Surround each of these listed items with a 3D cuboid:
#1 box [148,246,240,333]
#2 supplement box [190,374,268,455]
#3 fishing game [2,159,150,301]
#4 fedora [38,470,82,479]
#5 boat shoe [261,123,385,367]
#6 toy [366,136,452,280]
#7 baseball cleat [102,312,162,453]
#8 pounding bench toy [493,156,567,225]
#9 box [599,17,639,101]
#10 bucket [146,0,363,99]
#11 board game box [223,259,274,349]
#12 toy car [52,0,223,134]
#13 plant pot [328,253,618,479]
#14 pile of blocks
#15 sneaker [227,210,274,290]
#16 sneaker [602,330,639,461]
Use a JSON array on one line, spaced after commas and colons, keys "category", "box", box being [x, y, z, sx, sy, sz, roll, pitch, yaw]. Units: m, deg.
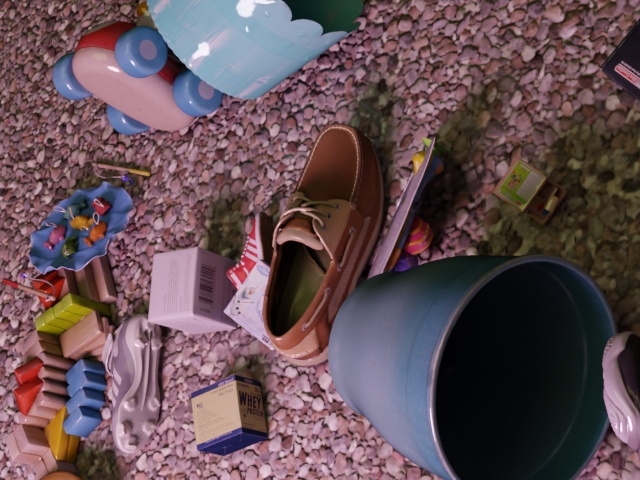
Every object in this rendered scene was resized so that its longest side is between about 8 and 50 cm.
[{"category": "box", "box": [-0.177, 0.072, 1.863, 0.087, 0.102, 0.101, -9, 70, 34]}, {"category": "supplement box", "box": [-0.124, 0.238, 1.792, 0.083, 0.056, 0.083, -26, 60, 30]}, {"category": "fishing game", "box": [-0.376, -0.024, 2.038, 0.189, 0.041, 0.264, 16, 60, 42]}, {"category": "fedora", "box": [-0.365, 0.426, 1.903, 0.194, 0.079, 0.194, -15, 68, 41]}, {"category": "boat shoe", "box": [0.000, 0.000, 1.720, 0.122, 0.120, 0.324, 3, 75, 26]}, {"category": "toy", "box": [0.114, -0.013, 1.669, 0.056, 0.137, 0.237, 18, 93, -2]}, {"category": "baseball cleat", "box": [-0.279, 0.211, 1.930, 0.109, 0.072, 0.206, -15, 60, 49]}, {"category": "pounding bench toy", "box": [0.263, -0.050, 1.578, 0.083, 0.065, 0.052, 41, 100, 40]}, {"category": "box", "box": [0.451, -0.201, 1.491, 0.175, 0.051, 0.220, -52, 51, 12]}, {"category": "bucket", "box": [-0.097, -0.346, 1.845, 0.183, 0.281, 0.281, -36, 55, 30]}, {"category": "board game box", "box": [-0.072, 0.088, 1.804, 0.090, 0.020, 0.090, 37, 101, 13]}, {"category": "toy car", "box": [-0.252, -0.308, 2.009, 0.219, 0.210, 0.238, -9, 56, 48]}, {"category": "plant pot", "box": [0.152, 0.136, 1.490, 0.255, 0.271, 0.271, 11, 81, 55]}, {"category": "pile of blocks", "box": [-0.394, 0.186, 1.990, 0.149, 0.112, 0.362, -10, 69, 36]}, {"category": "sneaker", "box": [-0.098, 0.020, 1.858, 0.067, 0.042, 0.118, -16, 67, 30]}, {"category": "sneaker", "box": [0.396, 0.205, 1.365, 0.153, 0.101, 0.268, -26, 66, 29]}]
